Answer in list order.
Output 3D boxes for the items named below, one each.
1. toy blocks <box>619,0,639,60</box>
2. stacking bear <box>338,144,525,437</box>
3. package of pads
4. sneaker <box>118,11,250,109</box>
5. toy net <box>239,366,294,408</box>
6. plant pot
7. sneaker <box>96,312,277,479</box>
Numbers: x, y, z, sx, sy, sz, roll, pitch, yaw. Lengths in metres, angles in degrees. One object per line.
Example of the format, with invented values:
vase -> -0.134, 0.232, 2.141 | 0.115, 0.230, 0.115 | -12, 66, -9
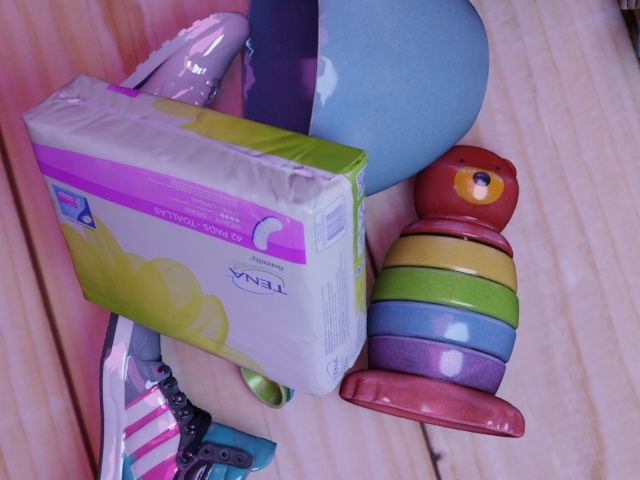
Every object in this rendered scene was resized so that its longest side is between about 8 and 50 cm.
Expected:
toy blocks -> 0.466, -0.253, 0.855 | 0.381, 0.191, 0.261 | -2, 105, -9
stacking bear -> 0.133, 0.039, 0.847 | 0.175, 0.164, 0.289 | 12, 77, 3
package of pads -> -0.103, -0.001, 0.734 | 0.296, 0.229, 0.101 | 18, 46, 23
sneaker -> -0.156, -0.149, 0.888 | 0.235, 0.090, 0.095 | -39, 84, 12
toy net -> -0.087, 0.065, 0.864 | 0.045, 0.122, 0.232 | -36, 87, -33
plant pot -> 0.048, -0.170, 0.810 | 0.195, 0.290, 0.290 | 0, 87, -17
sneaker -> -0.134, 0.192, 0.856 | 0.178, 0.124, 0.296 | 1, 84, -3
